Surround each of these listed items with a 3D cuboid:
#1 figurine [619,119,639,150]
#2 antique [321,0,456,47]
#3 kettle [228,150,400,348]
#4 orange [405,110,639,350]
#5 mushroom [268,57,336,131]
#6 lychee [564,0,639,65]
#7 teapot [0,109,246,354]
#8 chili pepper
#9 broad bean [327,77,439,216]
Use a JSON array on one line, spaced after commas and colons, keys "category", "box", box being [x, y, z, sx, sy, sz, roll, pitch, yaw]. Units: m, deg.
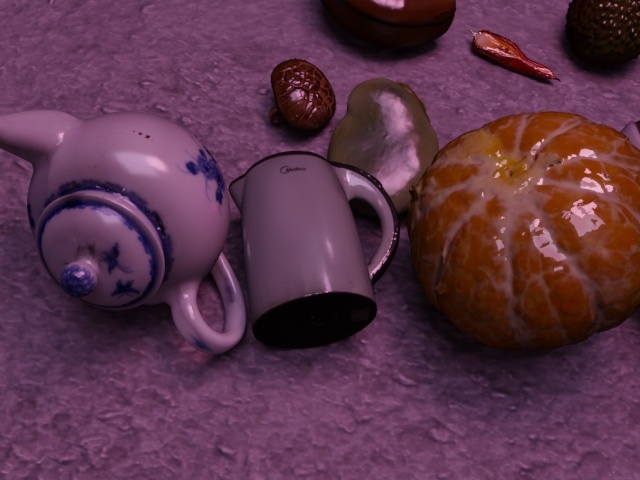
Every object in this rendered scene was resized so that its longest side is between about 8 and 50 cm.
[{"category": "figurine", "box": [0.497, -0.035, 1.079, 0.167, 0.281, 0.370, -23, 46, 30]}, {"category": "antique", "box": [0.101, -0.436, 1.293, 0.223, 0.129, 0.278, -38, 76, -25]}, {"category": "kettle", "box": [0.000, 0.000, 1.038, 0.221, 0.161, 0.237, -10, 60, -5]}, {"category": "orange", "box": [0.274, -0.013, 1.000, 0.329, 0.249, 0.330, -11, 56, 17]}, {"category": "mushroom", "box": [-0.029, -0.226, 1.200, 0.109, 0.085, 0.126, -16, 70, -14]}, {"category": "lychee", "box": [0.492, -0.376, 1.285, 0.171, 0.171, 0.171, 2, 61, -4]}, {"category": "teapot", "box": [-0.245, -0.019, 0.960, 0.424, 0.252, 0.280, 48, 29, -18]}, {"category": "chili pepper", "box": [0.326, -0.309, 1.310, 0.178, 0.027, 0.045, 28, 67, 11]}, {"category": "broad bean", "box": [0.097, -0.138, 1.164, 0.169, 0.100, 0.228, 15, 73, 12]}]
